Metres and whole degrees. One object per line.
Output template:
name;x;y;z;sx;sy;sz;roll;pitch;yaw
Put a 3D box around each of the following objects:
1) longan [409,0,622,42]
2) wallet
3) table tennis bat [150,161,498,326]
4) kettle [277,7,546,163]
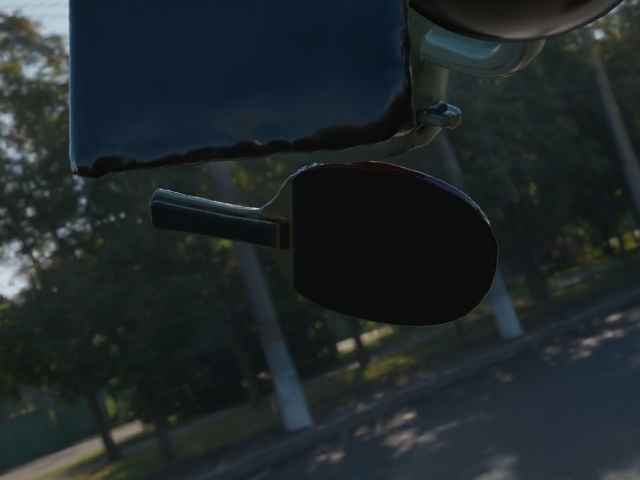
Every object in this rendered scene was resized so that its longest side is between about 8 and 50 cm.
longan;0.116;-0.184;0.588;0.204;0.159;0.185;-9;13;1
wallet;-0.036;-0.167;0.388;0.146;0.285;0.030;-3;0;39
table tennis bat;0.000;0.000;0.978;0.301;0.173;0.022;10;40;11
kettle;0.026;-0.223;0.834;0.205;0.318;0.265;-10;38;-20
